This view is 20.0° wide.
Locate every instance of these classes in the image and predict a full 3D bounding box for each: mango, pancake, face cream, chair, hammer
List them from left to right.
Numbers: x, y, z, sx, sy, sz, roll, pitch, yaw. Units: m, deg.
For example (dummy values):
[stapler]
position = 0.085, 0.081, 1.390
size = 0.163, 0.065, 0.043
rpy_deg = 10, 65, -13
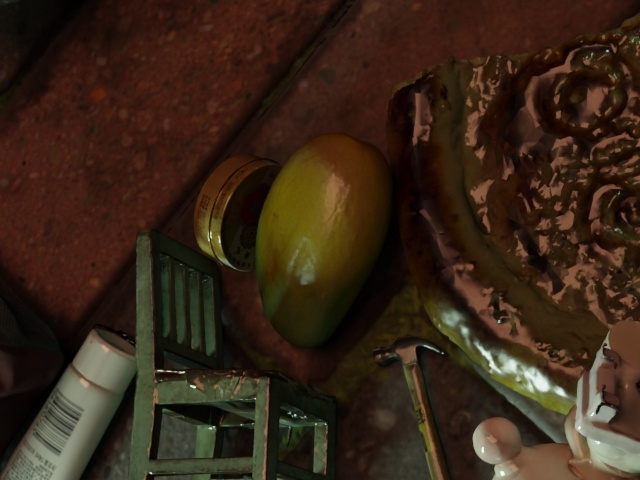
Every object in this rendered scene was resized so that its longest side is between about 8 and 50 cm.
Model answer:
[face cream]
position = -0.245, 0.195, 1.691
size = 0.092, 0.058, 0.243
rpy_deg = 35, 98, 26
[chair]
position = -0.072, 0.129, 1.573
size = 0.147, 0.136, 0.270
rpy_deg = -5, 72, 24
[mango]
position = 0.000, 0.000, 1.587
size = 0.130, 0.092, 0.194
rpy_deg = 21, 106, 46
[hammer]
position = 0.096, 0.165, 1.547
size = 0.062, 0.017, 0.182
rpy_deg = -23, 68, 20
[pancake]
position = 0.218, -0.010, 1.507
size = 0.305, 0.067, 0.427
rpy_deg = -29, 64, 17

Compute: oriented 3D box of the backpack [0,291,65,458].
[backpack]
position = -0.425, 0.125, 1.714
size = 0.317, 0.197, 0.283
rpy_deg = 34, 94, 25

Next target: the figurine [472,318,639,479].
[figurine]
position = 0.212, 0.203, 1.392
size = 0.144, 0.182, 0.256
rpy_deg = -109, 38, -51

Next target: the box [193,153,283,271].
[box]
position = -0.066, -0.025, 1.632
size = 0.037, 0.105, 0.105
rpy_deg = 24, 87, 38

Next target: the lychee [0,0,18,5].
[lychee]
position = -0.389, -0.393, 1.753
size = 0.380, 0.380, 0.432
rpy_deg = -12, 79, 23
